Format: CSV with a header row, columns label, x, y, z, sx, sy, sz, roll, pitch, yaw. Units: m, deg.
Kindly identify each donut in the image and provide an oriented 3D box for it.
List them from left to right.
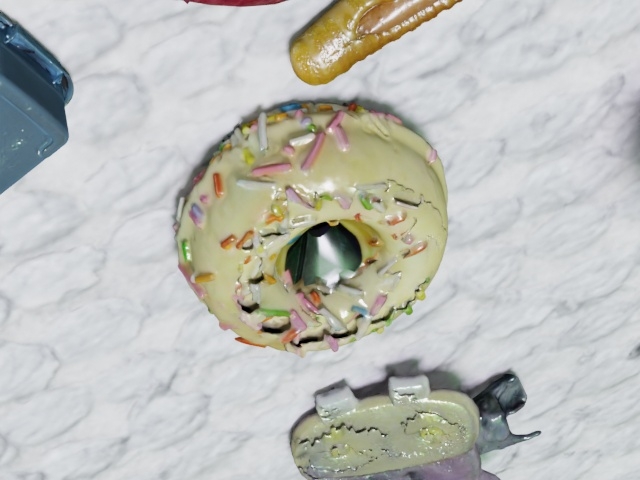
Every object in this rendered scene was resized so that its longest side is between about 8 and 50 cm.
label,x,y,z,sx,sy,sz,roll,pitch,yaw
donut,0.000,0.000,0.779,0.174,0.068,0.175,-12,133,-13

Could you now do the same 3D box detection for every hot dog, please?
label,x,y,z,sx,sy,sz,roll,pitch,yaw
hot dog,0.042,-0.129,0.710,0.137,0.028,0.044,-29,127,6

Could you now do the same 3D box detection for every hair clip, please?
label,x,y,z,sx,sy,sz,roll,pitch,yaw
hair clip,0.066,0.149,0.948,0.187,0.056,0.146,-19,127,-1

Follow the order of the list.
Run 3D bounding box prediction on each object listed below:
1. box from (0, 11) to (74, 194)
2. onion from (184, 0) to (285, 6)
label,x,y,z,sx,sy,sz,roll,pitch,yaw
box,-0.176,-0.058,0.666,0.099,0.054,0.074,-37,135,11
onion,-0.054,-0.174,0.551,0.150,0.150,0.140,-8,126,-16
